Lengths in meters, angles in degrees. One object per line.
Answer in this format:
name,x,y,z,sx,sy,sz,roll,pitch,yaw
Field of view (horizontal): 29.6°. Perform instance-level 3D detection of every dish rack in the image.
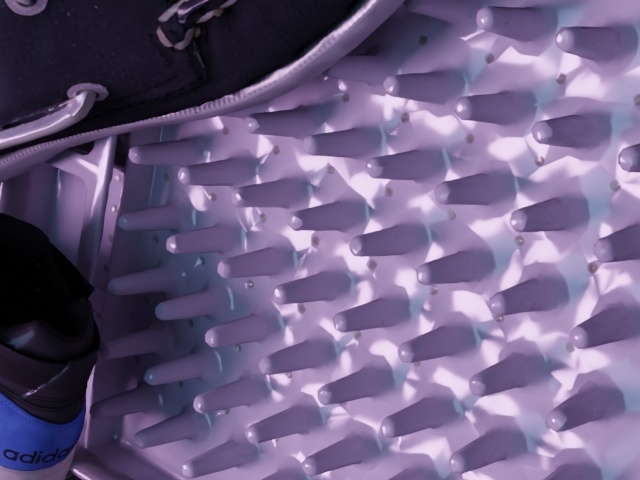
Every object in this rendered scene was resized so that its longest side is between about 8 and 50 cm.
dish rack,0.000,0.000,0.395,0.333,0.072,0.285,23,108,36

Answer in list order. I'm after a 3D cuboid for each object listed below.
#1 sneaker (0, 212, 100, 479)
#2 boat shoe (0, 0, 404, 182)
sneaker,-0.134,0.013,0.420,0.152,0.058,0.084,39,124,24
boat shoe,-0.084,-0.077,0.350,0.303,0.091,0.114,-26,79,37
